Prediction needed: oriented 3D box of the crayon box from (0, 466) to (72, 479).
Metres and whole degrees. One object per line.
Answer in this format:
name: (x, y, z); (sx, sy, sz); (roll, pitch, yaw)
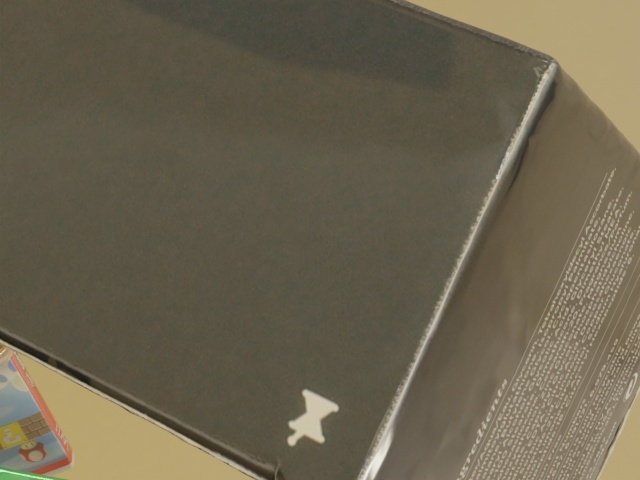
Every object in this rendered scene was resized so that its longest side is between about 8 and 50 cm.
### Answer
crayon box: (-0.194, 0.252, 1.384); (0.278, 0.081, 0.165); (12, 152, -10)

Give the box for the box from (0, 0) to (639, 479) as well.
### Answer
box: (0.000, 0.000, 0.925); (0.293, 0.212, 0.395); (25, 180, 23)

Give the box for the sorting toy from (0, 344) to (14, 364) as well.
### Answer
sorting toy: (-0.328, 0.125, 1.238); (0.193, 0.208, 0.038); (-9, 110, 54)

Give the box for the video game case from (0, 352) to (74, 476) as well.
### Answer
video game case: (-0.351, 0.108, 1.436); (0.025, 0.204, 0.285); (-100, -12, -59)
